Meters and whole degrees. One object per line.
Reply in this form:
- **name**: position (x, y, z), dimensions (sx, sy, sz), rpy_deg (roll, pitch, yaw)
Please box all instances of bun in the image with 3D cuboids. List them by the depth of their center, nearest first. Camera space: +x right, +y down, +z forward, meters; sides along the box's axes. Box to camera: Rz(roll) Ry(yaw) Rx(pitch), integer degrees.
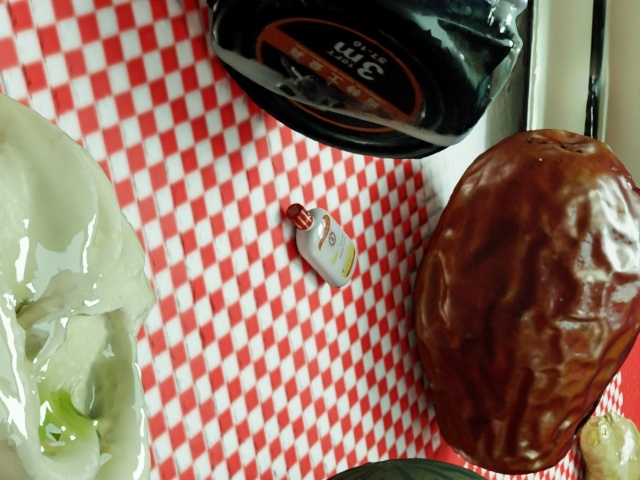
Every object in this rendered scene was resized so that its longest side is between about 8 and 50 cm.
- **bun**: position (-0.151, 0.066, 0.426), dimensions (0.259, 0.159, 0.259), rpy_deg (-11, 104, -56)

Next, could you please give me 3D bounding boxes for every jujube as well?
- **jujube**: position (0.177, 0.053, 0.937), dimensions (0.197, 0.197, 0.290), rpy_deg (-24, 128, -56)

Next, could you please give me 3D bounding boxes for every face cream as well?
- **face cream**: position (0.000, 0.000, 0.801), dimensions (0.083, 0.021, 0.040), rpy_deg (48, 52, -49)

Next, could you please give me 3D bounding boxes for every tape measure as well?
- **tape measure**: position (0.024, -0.132, 0.681), dimensions (0.182, 0.181, 0.107), rpy_deg (31, 66, -19)

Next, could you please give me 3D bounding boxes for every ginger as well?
- **ginger**: position (0.348, 0.356, 1.360), dimensions (0.118, 0.065, 0.299), rpy_deg (3, 88, -45)

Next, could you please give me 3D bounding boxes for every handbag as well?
- **handbag**: position (0.288, -0.117, 1.144), dimensions (0.236, 0.160, 0.359), rpy_deg (6, 88, -64)

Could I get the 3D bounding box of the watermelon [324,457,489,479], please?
- **watermelon**: position (0.059, 0.252, 0.741), dimensions (0.212, 0.212, 0.212), rpy_deg (-7, 98, -59)
